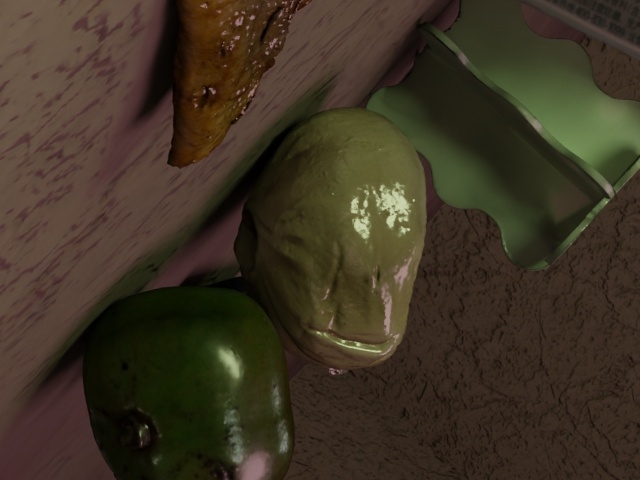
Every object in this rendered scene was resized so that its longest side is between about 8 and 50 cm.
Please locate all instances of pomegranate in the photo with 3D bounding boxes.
[{"bbox_3d":[-0.093,0.100,1.036,0.131,0.152,0.191,-11,-172,-18],"label":"pomegranate"}]

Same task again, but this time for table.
[{"bbox_3d":[0.150,-0.093,1.250,0.166,0.198,0.166,-47,174,-6],"label":"table"}]

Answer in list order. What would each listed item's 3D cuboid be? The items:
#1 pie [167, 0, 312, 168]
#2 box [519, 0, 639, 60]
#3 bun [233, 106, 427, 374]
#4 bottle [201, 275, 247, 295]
[{"bbox_3d":[-0.034,-0.091,0.661,0.092,0.034,0.170,-44,168,-26],"label":"pie"},{"bbox_3d":[0.332,-0.178,1.220,0.190,0.370,0.112,-41,155,-53],"label":"box"},{"bbox_3d":[0.000,0.000,1.060,0.166,0.113,0.173,114,-26,-51],"label":"bun"},{"bbox_3d":[-0.075,0.069,1.297,0.082,0.072,0.244,-13,180,10],"label":"bottle"}]
